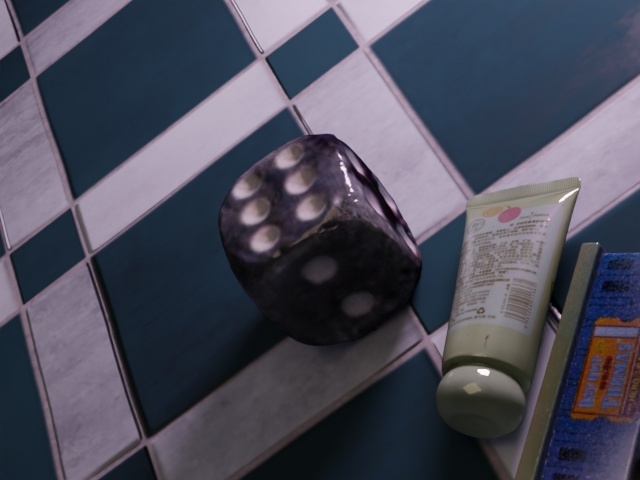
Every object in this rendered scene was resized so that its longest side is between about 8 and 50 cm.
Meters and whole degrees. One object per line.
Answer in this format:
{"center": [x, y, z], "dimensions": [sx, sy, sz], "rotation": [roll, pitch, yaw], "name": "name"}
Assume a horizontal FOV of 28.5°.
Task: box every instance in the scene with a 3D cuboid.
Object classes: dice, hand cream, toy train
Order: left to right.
{"center": [0.000, 0.000, 1.479], "dimensions": [0.181, 0.183, 0.182], "rotation": [-36, 41, 11], "name": "dice"}
{"center": [0.192, 0.062, 1.353], "dimensions": [0.147, 0.093, 0.306], "rotation": [-11, 50, 37], "name": "hand cream"}
{"center": [0.308, 0.137, 1.180], "dimensions": [0.202, 0.131, 0.299], "rotation": [0, 58, 39], "name": "toy train"}
